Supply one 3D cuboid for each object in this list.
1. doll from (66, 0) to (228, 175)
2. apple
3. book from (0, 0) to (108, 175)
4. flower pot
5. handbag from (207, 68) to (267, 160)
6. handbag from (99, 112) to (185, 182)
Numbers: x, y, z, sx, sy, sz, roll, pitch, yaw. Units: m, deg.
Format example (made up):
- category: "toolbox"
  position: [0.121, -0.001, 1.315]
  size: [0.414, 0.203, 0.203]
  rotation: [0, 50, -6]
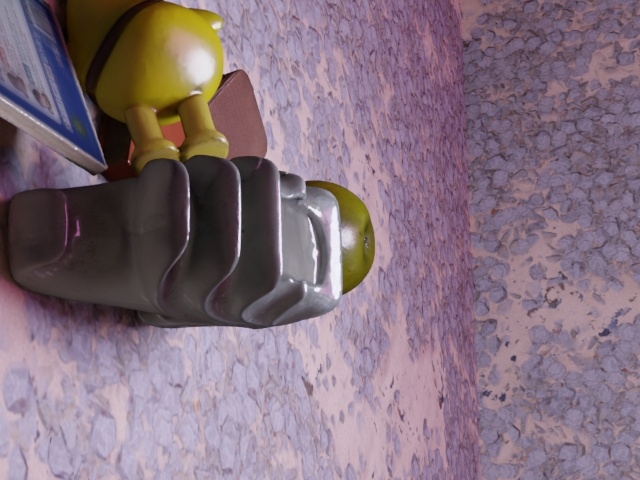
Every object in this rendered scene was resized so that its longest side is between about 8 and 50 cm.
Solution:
- category: "doll"
  position: [-0.208, -0.237, 1.214]
  size: [0.145, 0.199, 0.363]
  rotation: [107, -34, -57]
- category: "apple"
  position: [0.000, 0.000, 1.695]
  size: [0.196, 0.157, 0.196]
  rotation: [0, 90, -73]
- category: "book"
  position: [-0.314, -0.206, 0.996]
  size: [0.322, 0.018, 0.228]
  rotation: [39, 24, -61]
- category: "flower pot"
  position: [-0.132, 0.008, 1.158]
  size: [0.367, 0.254, 0.164]
  rotation: [25, 61, -68]
- category: "handbag"
  position: [-0.138, -0.139, 1.491]
  size: [0.193, 0.072, 0.151]
  rotation: [-63, 140, -62]
- category: "handbag"
  position: [-0.205, -0.141, 1.319]
  size: [0.127, 0.063, 0.190]
  rotation: [52, 37, -54]
